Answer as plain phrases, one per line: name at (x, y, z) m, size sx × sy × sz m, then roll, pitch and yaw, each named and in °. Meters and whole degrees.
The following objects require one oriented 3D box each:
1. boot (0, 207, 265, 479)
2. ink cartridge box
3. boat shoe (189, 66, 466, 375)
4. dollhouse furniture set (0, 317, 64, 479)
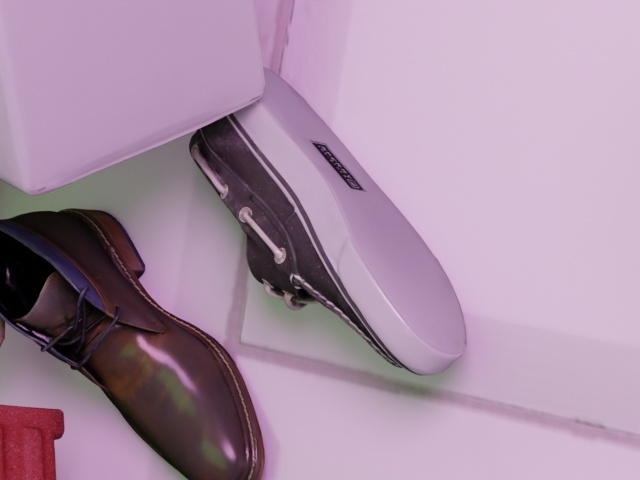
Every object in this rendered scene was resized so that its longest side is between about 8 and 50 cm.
boot at (-0.124, 0.065, 1.034) m, size 0.219 × 0.106 × 0.082 m, roll 49°, pitch 113°, yaw 29°
ink cartridge box at (-0.221, -0.222, 0.996) m, size 0.384 × 0.160 × 0.279 m, roll 24°, pitch 131°, yaw 44°
boat shoe at (0.000, 0.000, 0.974) m, size 0.070 × 0.078 × 0.219 m, roll -50°, pitch 53°, yaw 21°
dollhouse furniture set at (-0.259, 0.092, 1.109) m, size 0.201 × 0.152 × 0.374 m, roll 123°, pitch 149°, yaw -42°
